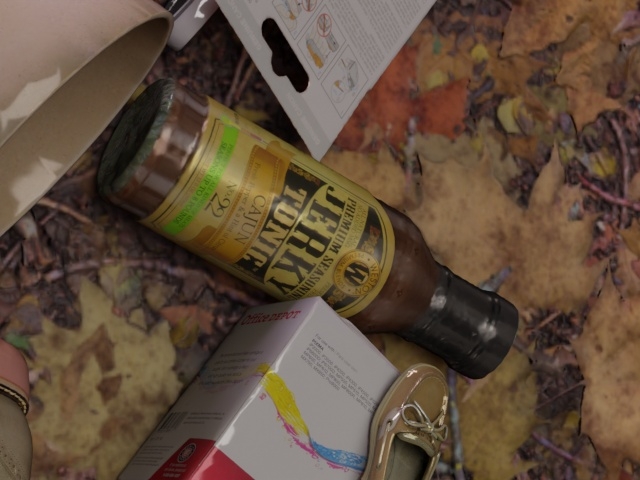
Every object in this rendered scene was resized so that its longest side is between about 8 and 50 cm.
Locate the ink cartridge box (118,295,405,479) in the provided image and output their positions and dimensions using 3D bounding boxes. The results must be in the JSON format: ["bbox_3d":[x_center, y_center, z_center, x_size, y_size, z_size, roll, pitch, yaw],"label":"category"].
[{"bbox_3d":[-0.033,0.148,1.342,0.127,0.128,0.176,43,68,-17],"label":"ink cartridge box"}]

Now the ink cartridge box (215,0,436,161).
[{"bbox_3d":[0.003,-0.209,1.399,0.232,0.066,0.189,-52,133,-21],"label":"ink cartridge box"}]

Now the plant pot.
[{"bbox_3d":[-0.285,-0.148,1.212,0.274,0.256,0.256,42,67,2],"label":"plant pot"}]

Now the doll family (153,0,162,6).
[{"bbox_3d":[-0.192,-0.230,1.318,0.193,0.111,0.076,24,74,-22],"label":"doll family"}]

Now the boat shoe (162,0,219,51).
[{"bbox_3d":[-0.079,-0.251,1.398,0.076,0.080,0.228,34,69,-13],"label":"boat shoe"}]

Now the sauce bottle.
[{"bbox_3d":[0.000,0.000,1.387,0.344,0.111,0.111,28,72,-20],"label":"sauce bottle"}]

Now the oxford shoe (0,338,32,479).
[{"bbox_3d":[-0.317,0.114,1.111,0.397,0.140,0.146,17,50,-49],"label":"oxford shoe"}]

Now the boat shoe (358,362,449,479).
[{"bbox_3d":[0.059,0.160,1.290,0.056,0.048,0.153,37,71,-27],"label":"boat shoe"}]
